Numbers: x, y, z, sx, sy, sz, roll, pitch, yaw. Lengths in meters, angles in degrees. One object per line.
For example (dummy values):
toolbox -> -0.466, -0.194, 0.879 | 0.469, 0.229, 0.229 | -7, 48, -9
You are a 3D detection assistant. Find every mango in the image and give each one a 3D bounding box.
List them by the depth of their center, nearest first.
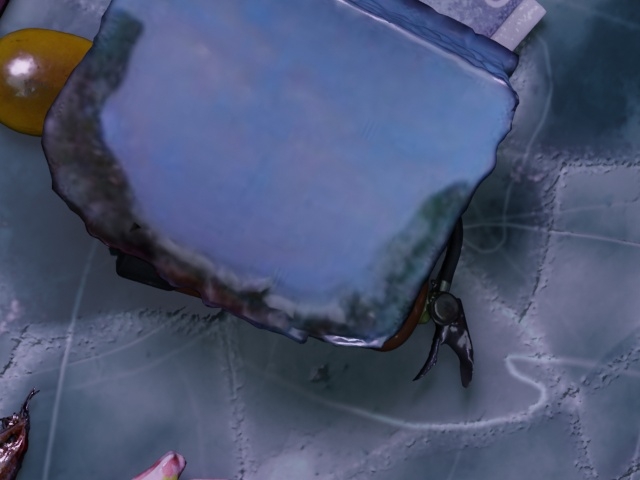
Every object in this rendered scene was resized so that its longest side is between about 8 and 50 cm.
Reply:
mango -> -0.247, -0.147, 1.687 | 0.161, 0.076, 0.103 | 10, 95, -16

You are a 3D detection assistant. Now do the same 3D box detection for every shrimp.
shrimp -> -0.334, 0.221, 1.741 | 0.073, 0.075, 0.190 | 36, 98, 6

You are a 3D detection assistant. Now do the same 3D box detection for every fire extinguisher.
fire extinguisher -> 0.001, 0.003, 1.737 | 0.376, 0.113, 0.200 | 19, 95, -13

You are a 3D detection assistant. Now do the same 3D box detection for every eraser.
eraser -> 0.119, -0.267, 1.745 | 0.212, 0.046, 0.092 | 40, 91, -14

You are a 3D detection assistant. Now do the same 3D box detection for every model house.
model house -> -0.030, -0.131, 1.618 | 0.360, 0.339, 0.297 | 24, 111, -3

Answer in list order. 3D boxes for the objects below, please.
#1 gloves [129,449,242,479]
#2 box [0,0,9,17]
gloves -> -0.165, 0.303, 1.759 | 0.241, 0.126, 0.145 | -25, 79, -2
box -> -0.348, -0.245, 1.653 | 0.120, 0.069, 0.224 | 29, 93, -8
